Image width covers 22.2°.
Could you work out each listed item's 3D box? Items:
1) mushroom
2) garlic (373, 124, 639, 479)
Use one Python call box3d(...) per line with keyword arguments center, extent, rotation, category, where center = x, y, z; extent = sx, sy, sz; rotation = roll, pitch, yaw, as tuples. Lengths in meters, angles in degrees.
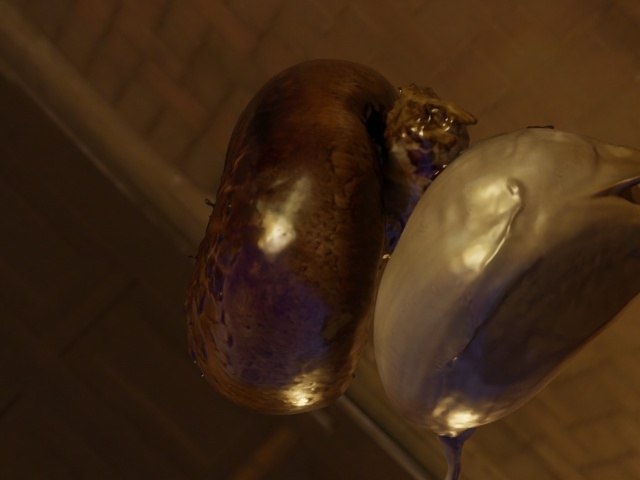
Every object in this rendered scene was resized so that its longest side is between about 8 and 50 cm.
box3d(center=(-0.009, -0.010, 1.212), extent=(0.163, 0.278, 0.297), rotation=(28, -153, -12), category="mushroom")
box3d(center=(0.058, 0.024, 0.560), extent=(0.084, 0.152, 0.066), rotation=(35, -159, -10), category="garlic")
